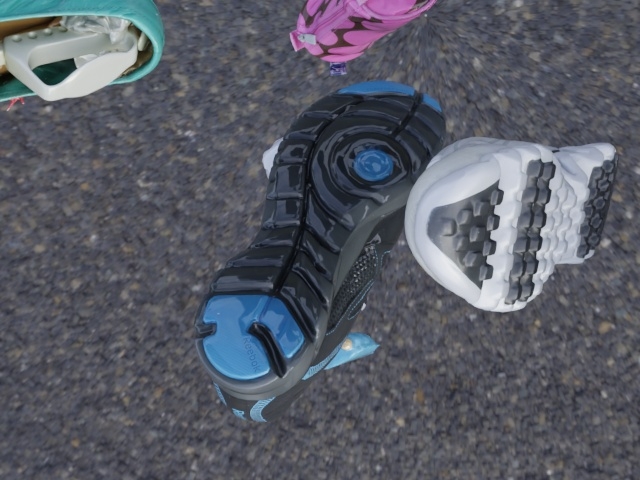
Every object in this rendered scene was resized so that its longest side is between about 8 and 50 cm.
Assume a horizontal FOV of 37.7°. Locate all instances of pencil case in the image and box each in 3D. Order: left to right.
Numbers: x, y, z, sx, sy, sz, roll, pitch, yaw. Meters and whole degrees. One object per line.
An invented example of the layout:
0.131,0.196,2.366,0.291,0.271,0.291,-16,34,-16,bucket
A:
0.039,-0.230,0.922,0.098,0.209,0.095,-15,91,-15,pencil case

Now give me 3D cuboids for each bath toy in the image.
-0.001,0.013,1.405,0.151,0.129,0.348,-15,85,38,bath toy

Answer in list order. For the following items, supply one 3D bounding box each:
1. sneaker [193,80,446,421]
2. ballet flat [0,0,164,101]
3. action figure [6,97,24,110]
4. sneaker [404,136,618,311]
0.000,0.000,0.815,0.125,0.140,0.341,26,62,15,sneaker
-0.224,-0.129,0.660,0.247,0.087,0.083,-18,140,-23,ballet flat
-0.477,-0.317,1.414,0.280,0.091,0.139,47,62,-9,action figure
0.116,-0.024,0.651,0.118,0.292,0.110,17,103,27,sneaker
